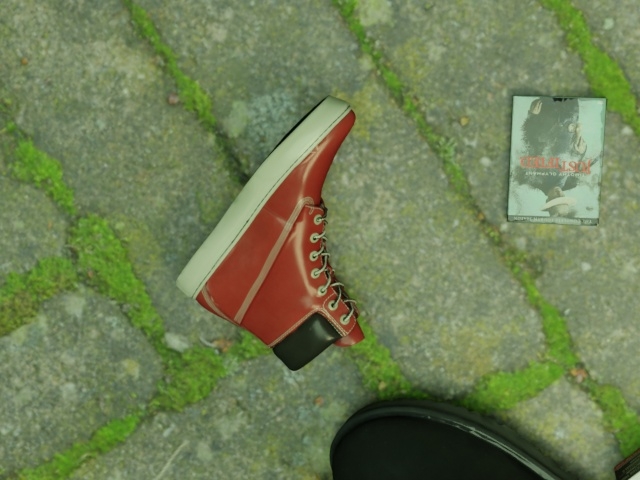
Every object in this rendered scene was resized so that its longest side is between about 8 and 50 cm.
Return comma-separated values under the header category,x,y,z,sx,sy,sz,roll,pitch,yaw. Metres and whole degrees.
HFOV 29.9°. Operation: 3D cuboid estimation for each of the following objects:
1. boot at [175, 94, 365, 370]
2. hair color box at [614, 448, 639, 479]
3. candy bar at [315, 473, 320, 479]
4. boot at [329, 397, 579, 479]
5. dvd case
category,x,y,z,sx,sy,sz,roll,pitch,yaw
boot,0.000,0.000,1.120,0.176,0.088,0.244,36,110,0
hair color box,0.367,0.257,1.126,0.093,0.053,0.167,-41,93,14
candy bar,-0.016,0.304,1.178,0.018,0.040,0.161,-1,121,-35
boot,0.117,0.319,0.950,0.367,0.445,0.146,22,115,12
dvd case,0.219,-0.074,1.113,0.087,0.013,0.119,3,100,7
